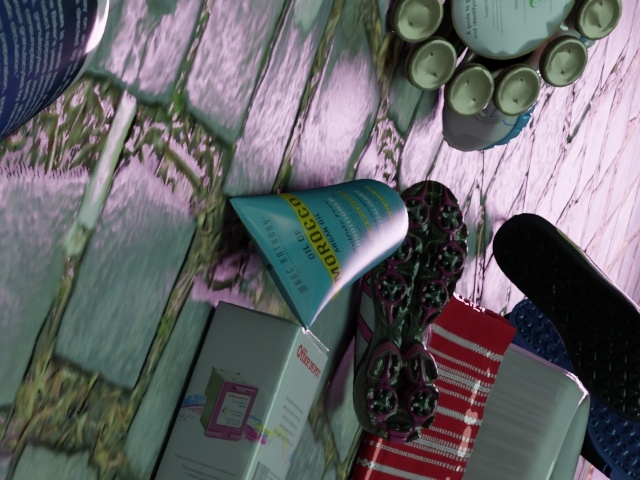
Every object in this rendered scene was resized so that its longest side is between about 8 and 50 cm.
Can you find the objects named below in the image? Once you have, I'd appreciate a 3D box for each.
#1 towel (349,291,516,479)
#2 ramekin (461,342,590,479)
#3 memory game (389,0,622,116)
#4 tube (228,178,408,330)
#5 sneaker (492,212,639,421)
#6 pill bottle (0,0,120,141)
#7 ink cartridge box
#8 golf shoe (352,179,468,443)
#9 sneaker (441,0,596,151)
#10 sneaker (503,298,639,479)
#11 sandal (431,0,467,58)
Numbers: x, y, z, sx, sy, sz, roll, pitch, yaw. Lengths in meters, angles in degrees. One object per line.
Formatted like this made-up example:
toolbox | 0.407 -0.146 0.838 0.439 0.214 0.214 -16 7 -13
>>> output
towel | 0.082 0.177 1.596 0.199 0.031 0.274 31 75 -62
ramekin | 0.159 0.224 1.808 0.273 0.127 0.272 17 90 -76
memory game | 0.126 -0.164 1.265 0.186 0.012 0.186 -15 123 -23
tube | 0.000 0.000 1.122 0.052 0.080 0.207 -36 177 18
sneaker | 0.254 0.063 1.822 0.084 0.234 0.097 -38 167 15
pill bottle | -0.116 -0.065 0.543 0.169 0.094 0.094 -49 152 -57
ink cartridge box | -0.044 0.103 1.078 0.088 0.052 0.122 56 53 -72
golf shoe | 0.053 0.047 1.381 0.086 0.067 0.186 -166 -92 -73
sneaker | 0.121 -0.121 1.379 0.083 0.071 0.190 -24 161 -35
sneaker | 0.257 0.165 1.938 0.081 0.232 0.090 -29 163 -27
sandal | 0.108 -0.207 1.303 0.219 0.060 0.090 -60 171 9
